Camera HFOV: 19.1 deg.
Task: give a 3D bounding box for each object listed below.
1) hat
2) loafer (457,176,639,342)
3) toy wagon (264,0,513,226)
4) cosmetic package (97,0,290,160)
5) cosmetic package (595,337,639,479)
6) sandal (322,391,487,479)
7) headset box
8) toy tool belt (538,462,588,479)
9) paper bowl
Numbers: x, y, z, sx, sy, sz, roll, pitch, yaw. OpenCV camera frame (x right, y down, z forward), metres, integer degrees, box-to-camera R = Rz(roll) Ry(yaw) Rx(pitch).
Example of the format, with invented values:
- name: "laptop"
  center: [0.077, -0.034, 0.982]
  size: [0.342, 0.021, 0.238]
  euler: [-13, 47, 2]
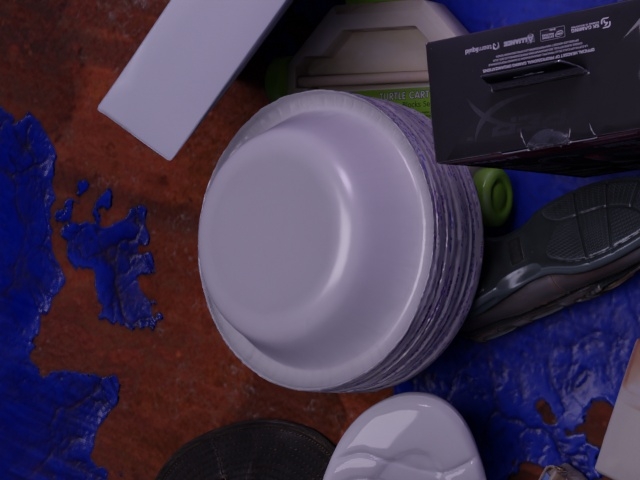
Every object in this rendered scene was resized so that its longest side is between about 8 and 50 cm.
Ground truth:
- name: "hat"
  center: [-0.098, 0.337, 1.944]
  size: [0.331, 0.134, 0.331]
  euler: [-2, 87, 36]
- name: "loafer"
  center: [0.223, 0.022, 1.768]
  size: [0.267, 0.084, 0.096]
  euler: [-24, 44, 29]
- name: "toy wagon"
  center: [0.068, -0.140, 1.876]
  size: [0.267, 0.068, 0.344]
  euler: [1, 89, 35]
- name: "cosmetic package"
  center: [-0.046, -0.283, 1.829]
  size: [0.097, 0.284, 0.377]
  euler: [37, 113, -3]
- name: "cosmetic package"
  center: [0.401, 0.185, 1.581]
  size: [0.296, 0.153, 0.129]
  euler: [23, 103, 32]
- name: "sandal"
  center: [0.084, 0.343, 1.826]
  size: [0.169, 0.102, 0.416]
  euler: [-1, 99, 9]
- name: "headset box"
  center: [0.243, -0.125, 1.612]
  size: [0.218, 0.293, 0.110]
  euler: [-9, 84, 36]
- name: "toy tool belt"
  center: [0.213, 0.249, 1.772]
  size: [0.052, 0.051, 0.083]
  euler: [30, 106, 32]
- name: "paper bowl"
  center: [0.000, 0.000, 1.778]
  size: [0.284, 0.148, 0.284]
  euler: [-5, 82, 38]
